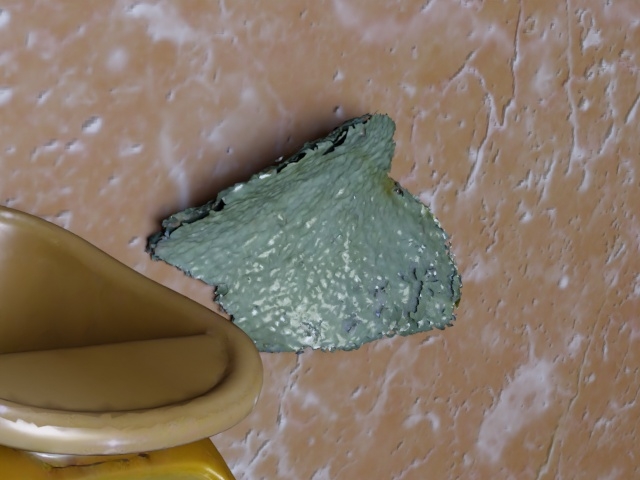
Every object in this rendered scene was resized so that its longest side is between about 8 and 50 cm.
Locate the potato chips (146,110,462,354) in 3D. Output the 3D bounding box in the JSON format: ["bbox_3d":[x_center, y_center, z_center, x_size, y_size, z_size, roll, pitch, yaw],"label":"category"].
[{"bbox_3d":[0.007,0.003,0.985,0.167,0.059,0.228,-52,140,-10],"label":"potato chips"}]

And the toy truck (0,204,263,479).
[{"bbox_3d":[-0.146,0.123,0.731,0.204,0.288,0.211,-3,119,-43],"label":"toy truck"}]
